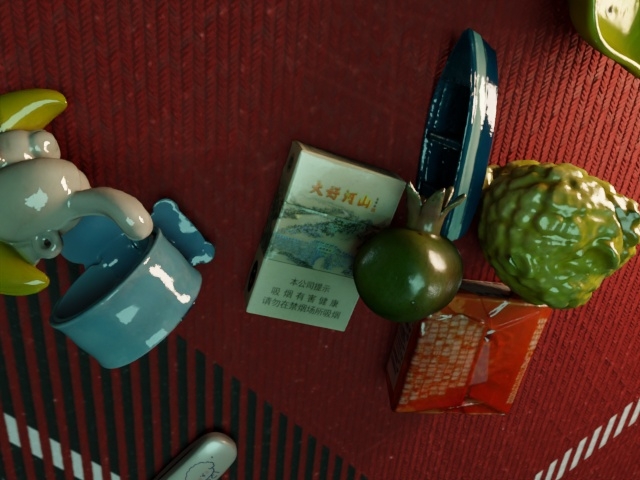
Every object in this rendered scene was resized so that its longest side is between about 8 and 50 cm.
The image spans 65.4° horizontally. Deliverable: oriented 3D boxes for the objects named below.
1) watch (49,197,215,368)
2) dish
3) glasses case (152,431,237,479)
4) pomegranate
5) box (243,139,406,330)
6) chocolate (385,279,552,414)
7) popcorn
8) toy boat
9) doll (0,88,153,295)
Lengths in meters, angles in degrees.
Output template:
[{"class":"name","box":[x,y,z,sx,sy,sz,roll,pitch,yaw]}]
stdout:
[{"class":"watch","box":[-0.239,0.056,0.644,0.210,0.193,0.211,-5,117,-11]},{"class":"dish","box":[0.434,-0.335,0.676,0.262,0.108,0.221,26,102,-29]},{"class":"glasses case","box":[-0.231,0.415,0.883,0.197,0.049,0.076,-43,115,7]},{"class":"pomegranate","box":[0.126,0.015,0.680,0.152,0.131,0.191,-7,112,-48]},{"class":"box","box":[0.000,0.000,0.746,0.164,0.069,0.257,14,109,-19]},{"class":"chocolate","box":[0.243,0.180,0.864,0.234,0.108,0.238,6,110,-15]},{"class":"popcorn","box":[0.335,-0.029,0.754,0.236,0.251,0.206,-19,149,-43]},{"class":"toy boat","box":[0.199,-0.143,0.718,0.061,0.096,0.299,-3,114,-20]},{"class":"doll","box":[-0.349,-0.052,0.585,0.252,0.111,0.237,-28,76,0]}]
